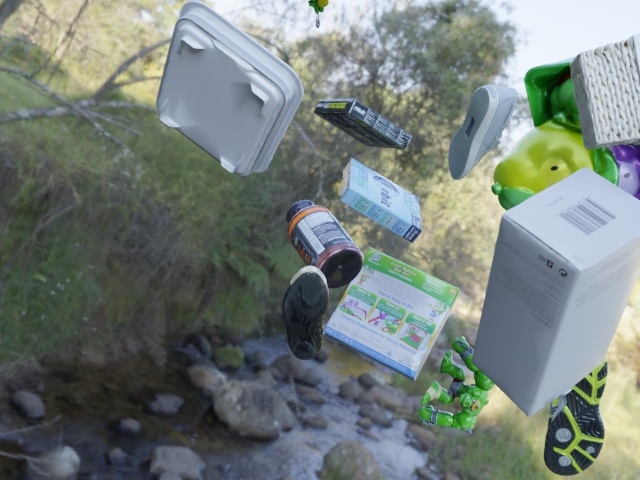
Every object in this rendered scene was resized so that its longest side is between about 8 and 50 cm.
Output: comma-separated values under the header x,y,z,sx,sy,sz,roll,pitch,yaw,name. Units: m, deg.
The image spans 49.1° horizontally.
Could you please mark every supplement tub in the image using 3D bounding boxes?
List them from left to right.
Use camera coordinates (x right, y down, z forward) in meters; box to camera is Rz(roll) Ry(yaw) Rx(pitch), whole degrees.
x,y,z,sx,sy,sz,roll,pitch,yaw,name
0.000,0.000,1.411,0.106,0.106,0.198,20,23,-39,supplement tub

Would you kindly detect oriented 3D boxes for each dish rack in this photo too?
x,y,z,sx,sy,sz,roll,pitch,yaw,name
-0.202,-0.275,1.385,0.285,0.072,0.333,38,-36,0,dish rack

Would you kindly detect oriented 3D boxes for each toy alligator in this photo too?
x,y,z,sx,sy,sz,roll,pitch,yaw,name
-0.010,-0.615,1.779,0.051,0.189,0.056,-3,57,-16,toy alligator

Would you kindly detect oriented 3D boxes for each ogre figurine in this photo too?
x,y,z,sx,sy,sz,roll,pitch,yaw,name
0.291,0.311,1.459,0.118,0.197,0.097,27,-10,21,ogre figurine

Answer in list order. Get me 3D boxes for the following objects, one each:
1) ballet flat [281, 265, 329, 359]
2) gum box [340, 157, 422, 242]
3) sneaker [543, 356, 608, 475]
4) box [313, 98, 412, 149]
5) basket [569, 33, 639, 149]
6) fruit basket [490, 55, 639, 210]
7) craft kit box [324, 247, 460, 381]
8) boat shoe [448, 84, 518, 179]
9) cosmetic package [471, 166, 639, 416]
x,y,z,sx,sy,sz,roll,pitch,yaw,name
-0.020,0.089,0.896,0.057,0.173,0.049,4,47,-2,ballet flat
0.133,-0.089,1.534,0.184,0.041,0.157,29,28,-12,gum box
0.686,0.444,1.877,0.145,0.384,0.147,12,11,11,sneaker
0.103,-0.290,1.748,0.191,0.045,0.184,27,-6,-29,box
0.476,-0.234,1.139,0.103,0.167,0.113,-10,0,11,basket
0.523,-0.174,1.385,0.283,0.392,0.392,2,-12,42,fruit basket
0.172,0.175,1.703,0.250,0.246,0.061,26,-12,19,craft kit box
0.308,-0.197,1.320,0.081,0.227,0.079,-4,55,-15,boat shoe
0.383,0.093,1.135,0.197,0.365,0.155,-26,50,-25,cosmetic package
